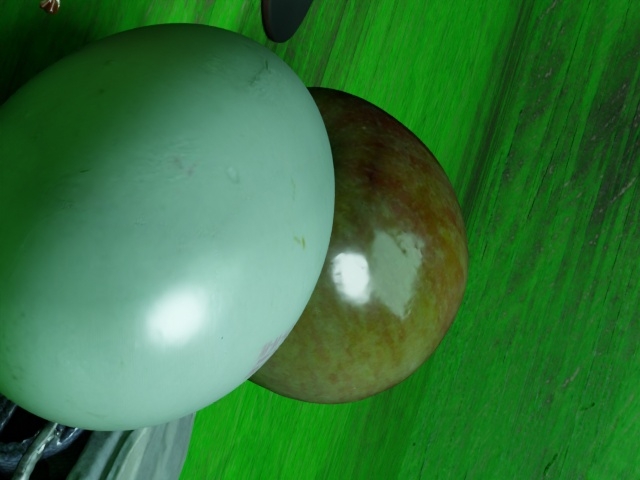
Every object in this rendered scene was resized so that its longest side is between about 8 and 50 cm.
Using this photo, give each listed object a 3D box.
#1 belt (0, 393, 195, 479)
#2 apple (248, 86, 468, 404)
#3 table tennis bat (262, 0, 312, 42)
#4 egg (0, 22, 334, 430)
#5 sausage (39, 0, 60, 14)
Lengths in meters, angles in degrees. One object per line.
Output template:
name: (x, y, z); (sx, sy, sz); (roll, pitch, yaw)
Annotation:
belt: (-0.173, 0.143, 1.298); (0.126, 0.140, 0.230); (83, 29, -60)
apple: (0.000, 0.000, 1.588); (0.234, 0.257, 0.257); (82, 27, -53)
table tennis bat: (0.002, -0.310, 1.736); (0.154, 0.021, 0.274); (70, 40, -68)
egg: (-0.105, -0.021, 1.196); (0.371, 0.230, 0.230); (-59, 160, -60)
sausage: (-0.145, -0.260, 1.105); (0.083, 0.083, 0.264); (-44, 148, -64)
